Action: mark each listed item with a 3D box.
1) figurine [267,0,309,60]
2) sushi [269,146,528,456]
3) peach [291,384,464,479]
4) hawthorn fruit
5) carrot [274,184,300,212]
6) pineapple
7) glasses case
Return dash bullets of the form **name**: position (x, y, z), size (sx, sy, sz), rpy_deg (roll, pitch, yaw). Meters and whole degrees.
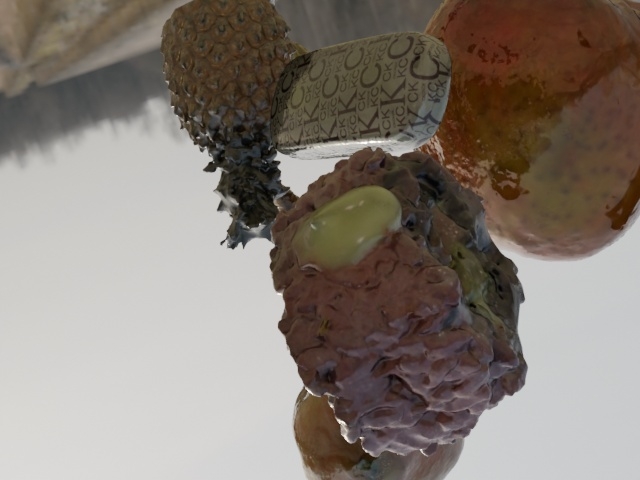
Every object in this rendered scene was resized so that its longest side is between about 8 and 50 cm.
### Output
- **figurine**: position (-0.105, -0.329, 2.026), size (0.187, 0.168, 0.315), rpy_deg (0, 151, 9)
- **sushi**: position (0.067, 0.046, 1.079), size (0.171, 0.236, 0.270), rpy_deg (-32, -148, 20)
- **peach**: position (0.068, 0.233, 1.529), size (0.214, 0.214, 0.235), rpy_deg (-15, -164, 17)
- **hawthorn fruit**: position (0.333, -0.192, 1.935), size (0.472, 0.471, 0.472), rpy_deg (-18, -170, 3)
- **carrot**: position (0.000, 0.000, 2.140), size (0.066, 0.314, 0.066), rpy_deg (-25, -141, 21)
- **pineapple**: position (-0.125, -0.169, 1.781), size (0.202, 0.361, 0.202), rpy_deg (-4, 161, -2)
- **glasses case**: position (0.040, -0.174, 1.536), size (0.085, 0.137, 0.355), rpy_deg (13, 174, -30)
